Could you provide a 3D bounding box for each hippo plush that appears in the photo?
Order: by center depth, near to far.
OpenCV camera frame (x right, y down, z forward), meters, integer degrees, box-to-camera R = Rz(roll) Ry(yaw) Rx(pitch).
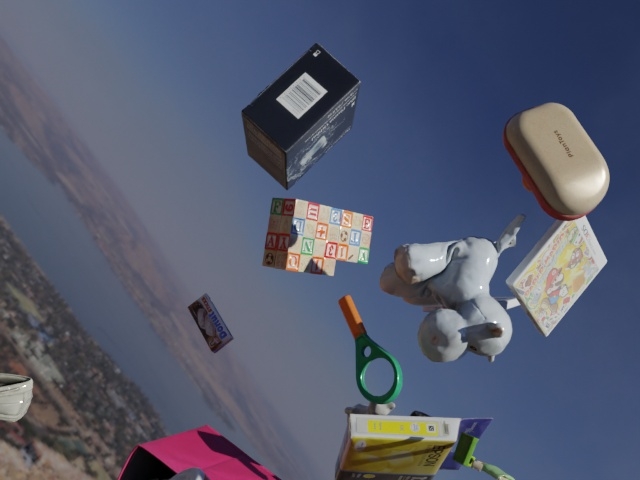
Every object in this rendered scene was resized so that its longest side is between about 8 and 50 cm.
[{"bbox_3d":[0.280,0.129,1.335,0.234,0.294,0.237,77,0,-65],"label":"hippo plush"}]

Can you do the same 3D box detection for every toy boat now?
[{"bbox_3d":[0.441,-0.140,1.311,0.151,0.151,0.231,108,-41,-66],"label":"toy boat"}]

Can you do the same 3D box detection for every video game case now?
[{"bbox_3d":[0.507,0.065,1.439,0.206,0.227,0.026,48,-10,-37],"label":"video game case"},{"bbox_3d":[0.370,0.153,1.635,0.201,0.183,0.023,-1,88,-59],"label":"video game case"}]

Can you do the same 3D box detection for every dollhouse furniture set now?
[{"bbox_3d":[0.332,0.437,1.357,0.151,0.059,0.076,29,-10,-28],"label":"dollhouse furniture set"}]

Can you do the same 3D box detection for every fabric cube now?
[{"bbox_3d":[-0.277,0.585,1.457,0.259,0.254,0.258,28,7,23],"label":"fabric cube"}]

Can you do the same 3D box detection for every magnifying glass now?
[{"bbox_3d":[0.088,0.207,1.303,0.026,0.092,0.231,22,36,-50],"label":"magnifying glass"}]

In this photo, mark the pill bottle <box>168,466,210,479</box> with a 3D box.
[{"bbox_3d":[-0.194,0.518,1.180,0.222,0.124,0.124,56,-11,-12],"label":"pill bottle"}]

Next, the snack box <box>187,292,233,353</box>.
[{"bbox_3d":[-0.291,0.216,1.782,0.178,0.064,0.022,50,-4,43],"label":"snack box"}]

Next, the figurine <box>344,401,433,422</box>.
[{"bbox_3d":[0.200,0.523,1.983,0.214,0.092,0.209,22,-35,-13],"label":"figurine"}]

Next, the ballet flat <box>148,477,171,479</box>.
[{"bbox_3d":[-0.353,0.566,1.495,0.231,0.077,0.077,43,34,-63],"label":"ballet flat"}]

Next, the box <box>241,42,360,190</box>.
[{"bbox_3d":[-0.029,-0.180,1.011,0.093,0.156,0.158,43,-13,9],"label":"box"}]

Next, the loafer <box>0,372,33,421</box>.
[{"bbox_3d":[-0.812,0.321,1.514,0.319,0.112,0.112,16,13,-26],"label":"loafer"}]

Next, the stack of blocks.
[{"bbox_3d":[0.000,0.000,1.715,0.087,0.171,0.297,7,-2,44],"label":"stack of blocks"}]

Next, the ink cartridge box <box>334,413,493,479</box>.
[{"bbox_3d":[0.198,0.478,1.509,0.304,0.307,0.072,97,-3,-51],"label":"ink cartridge box"}]
